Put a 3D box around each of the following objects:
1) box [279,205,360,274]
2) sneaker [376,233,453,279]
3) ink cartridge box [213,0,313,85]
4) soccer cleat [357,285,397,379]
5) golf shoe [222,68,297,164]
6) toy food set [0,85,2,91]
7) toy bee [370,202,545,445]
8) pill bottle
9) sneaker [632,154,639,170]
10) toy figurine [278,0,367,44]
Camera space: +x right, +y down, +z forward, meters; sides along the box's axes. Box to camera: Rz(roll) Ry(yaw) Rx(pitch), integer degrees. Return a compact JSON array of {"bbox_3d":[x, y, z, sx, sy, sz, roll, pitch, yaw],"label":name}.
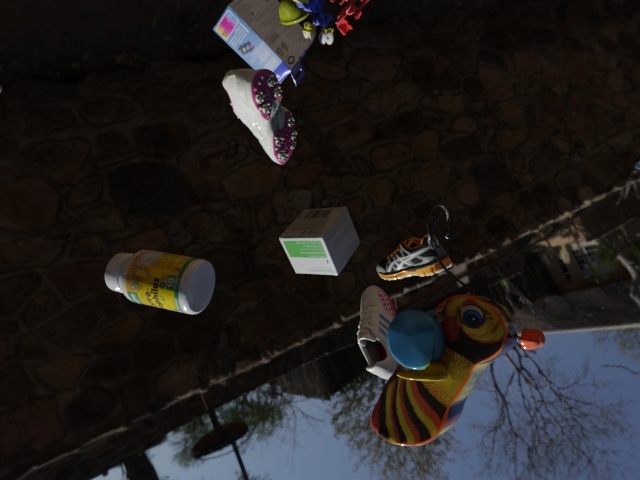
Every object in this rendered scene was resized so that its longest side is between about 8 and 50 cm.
[{"bbox_3d":[0.000,0.000,0.750,0.101,0.087,0.102,-1,-144,36],"label":"box"},{"bbox_3d":[0.201,0.036,0.910,0.084,0.083,0.215,-24,-177,-34],"label":"sneaker"},{"bbox_3d":[-0.207,-0.844,1.711,0.151,0.395,0.270,-26,-149,49],"label":"ink cartridge box"},{"bbox_3d":[0.172,0.270,1.277,0.143,0.331,0.116,22,128,-33],"label":"soccer cleat"},{"bbox_3d":[-0.153,-0.326,1.064,0.115,0.140,0.306,-58,156,-22],"label":"golf shoe"},{"bbox_3d":[-1.001,-0.425,1.111,0.132,0.192,0.038,-64,-168,2],"label":"toy food set"},{"bbox_3d":[0.163,0.125,0.481,0.162,0.298,0.195,19,-154,41],"label":"toy bee"},{"bbox_3d":[-0.345,0.083,0.866,0.208,0.117,0.117,9,-179,15],"label":"pill bottle"},{"bbox_3d":[0.672,-0.116,0.781,0.079,0.217,0.121,-37,-140,-28],"label":"sneaker"},{"bbox_3d":[-0.045,-0.702,1.086,0.191,0.362,0.217,-48,135,5],"label":"toy figurine"}]
